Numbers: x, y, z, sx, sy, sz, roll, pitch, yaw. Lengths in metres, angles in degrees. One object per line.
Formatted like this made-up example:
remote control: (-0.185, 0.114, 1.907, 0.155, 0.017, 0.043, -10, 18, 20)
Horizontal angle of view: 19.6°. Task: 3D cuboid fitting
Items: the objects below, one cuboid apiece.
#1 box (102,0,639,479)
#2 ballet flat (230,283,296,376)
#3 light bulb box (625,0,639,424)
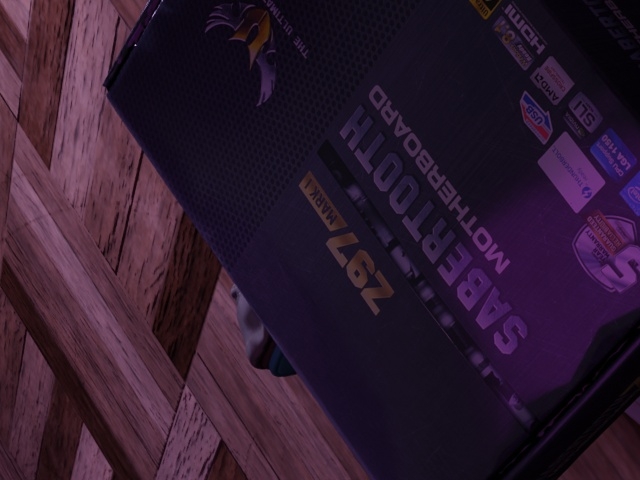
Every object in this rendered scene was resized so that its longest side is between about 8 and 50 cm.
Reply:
box: (0.035, -0.035, 0.651, 0.233, 0.059, 0.183, 55, 133, 21)
ballet flat: (0.000, 0.000, 0.816, 0.213, 0.072, 0.068, 126, 127, -64)
light bulb box: (0.146, -0.158, 0.727, 0.358, 0.225, 0.361, 42, 145, 42)
